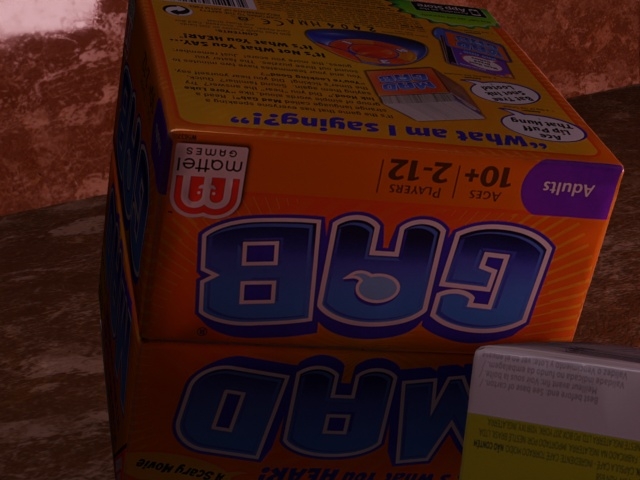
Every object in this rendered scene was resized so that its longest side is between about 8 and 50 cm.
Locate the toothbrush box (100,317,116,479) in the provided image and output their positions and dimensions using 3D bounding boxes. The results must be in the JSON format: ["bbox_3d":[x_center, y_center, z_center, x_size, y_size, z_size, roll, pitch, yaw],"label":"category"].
[{"bbox_3d":[-0.158,0.223,1.423,0.126,0.216,0.295,-7,17,-12],"label":"toothbrush box"}]

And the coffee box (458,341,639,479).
[{"bbox_3d":[0.293,0.255,0.922,0.338,0.334,0.337,6,-1,25],"label":"coffee box"}]

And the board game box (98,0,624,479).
[{"bbox_3d":[0.000,0.000,1.203,0.356,0.356,0.356,4,28,-14],"label":"board game box"}]
